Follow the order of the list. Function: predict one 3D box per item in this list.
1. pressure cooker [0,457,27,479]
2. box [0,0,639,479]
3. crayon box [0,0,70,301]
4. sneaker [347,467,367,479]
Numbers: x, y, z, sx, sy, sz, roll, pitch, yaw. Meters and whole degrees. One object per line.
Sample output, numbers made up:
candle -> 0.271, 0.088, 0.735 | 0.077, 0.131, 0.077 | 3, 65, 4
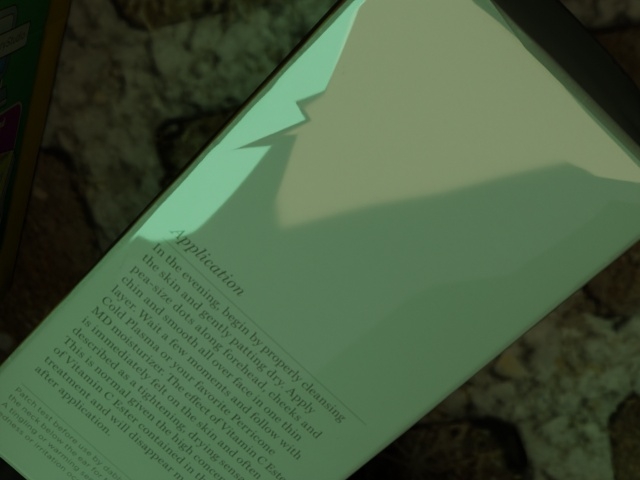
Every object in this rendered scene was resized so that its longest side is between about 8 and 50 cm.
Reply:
pressure cooker -> -0.354, 0.294, 0.674 | 0.376, 0.420, 0.369 | -26, 105, 20
box -> 0.000, 0.000, 0.601 | 0.168, 0.215, 0.345 | 44, 112, -8
crayon box -> -0.254, -0.045, 0.549 | 0.106, 0.363, 0.313 | 19, 114, 3
sneaker -> 0.068, 0.237, 0.768 | 0.118, 0.083, 0.222 | -11, 111, 3
